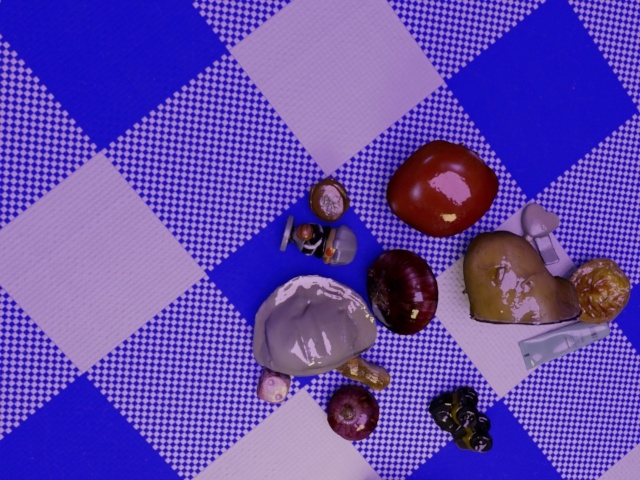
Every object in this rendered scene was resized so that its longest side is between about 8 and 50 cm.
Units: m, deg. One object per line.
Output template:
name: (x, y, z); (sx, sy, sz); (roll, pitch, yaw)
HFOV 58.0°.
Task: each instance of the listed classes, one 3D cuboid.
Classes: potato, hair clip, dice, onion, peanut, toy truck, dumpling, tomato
potato: (0.652, 0.107, 1.857); (0.398, 0.290, 0.295); (-5, 97, -5)
hair clip: (0.744, -0.019, 1.972); (0.159, 0.071, 0.218); (-21, 94, -3)
dice: (-0.153, 0.471, 1.877); (0.094, 0.093, 0.091); (18, 93, -11)
onion: (0.107, 0.566, 1.899); (0.177, 0.153, 0.177); (1, 97, 9)
peanut: (0.139, 0.433, 1.919); (0.207, 0.087, 0.087); (26, 92, -12)
toy truck: (0.482, 0.623, 1.972); (0.165, 0.147, 0.224); (-25, 103, 19)
dumpling: (-0.021, 0.262, 1.795); (0.395, 0.233, 0.315); (-4, 105, 0)
tomato: (0.367, -0.158, 1.768); (0.293, 0.325, 0.289); (34, 88, -13)
onion: (0.281, 0.161, 1.834); (0.285, 0.273, 0.272); (1, 96, -34)

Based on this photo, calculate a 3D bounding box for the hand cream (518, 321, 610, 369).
hand cream: (0.864, 0.354, 2.033); (0.321, 0.067, 0.109); (-21, 100, -1)

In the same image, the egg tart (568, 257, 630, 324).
egg tart: (0.953, 0.171, 1.998); (0.241, 0.106, 0.240); (-1, 99, -7)

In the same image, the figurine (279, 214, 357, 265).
figurine: (0.000, 0.000, 1.812); (0.237, 0.176, 0.132); (15, 82, -6)

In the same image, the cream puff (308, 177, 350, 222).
cream puff: (0.028, -0.127, 1.835); (0.126, 0.103, 0.143); (-16, 98, 7)
